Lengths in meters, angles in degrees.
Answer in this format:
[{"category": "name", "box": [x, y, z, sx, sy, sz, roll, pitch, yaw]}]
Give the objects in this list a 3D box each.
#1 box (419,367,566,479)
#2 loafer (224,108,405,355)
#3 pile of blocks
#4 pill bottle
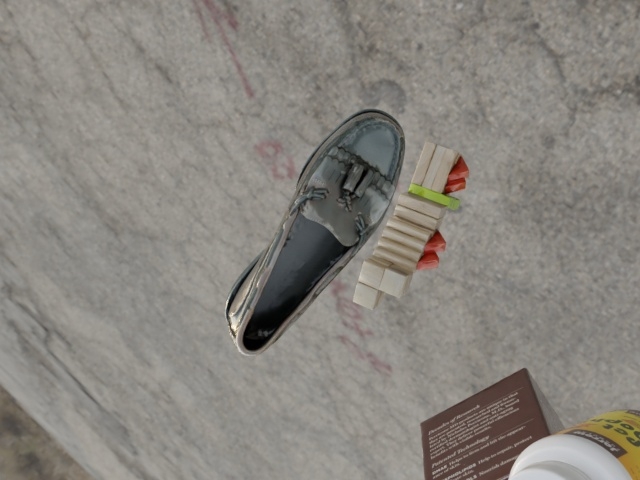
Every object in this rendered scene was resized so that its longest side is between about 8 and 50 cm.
[{"category": "box", "box": [0.238, 0.301, 0.972, 0.168, 0.167, 0.203, 55, -167, -12]}, {"category": "loafer", "box": [0.000, 0.000, 0.753, 0.096, 0.267, 0.084, 31, -168, -12]}, {"category": "pile of blocks", "box": [0.194, -0.016, 1.470, 0.113, 0.362, 0.149, 23, 165, 22]}, {"category": "pill bottle", "box": [0.247, 0.223, 0.707, 0.117, 0.215, 0.117, 0, 90, 41]}]
